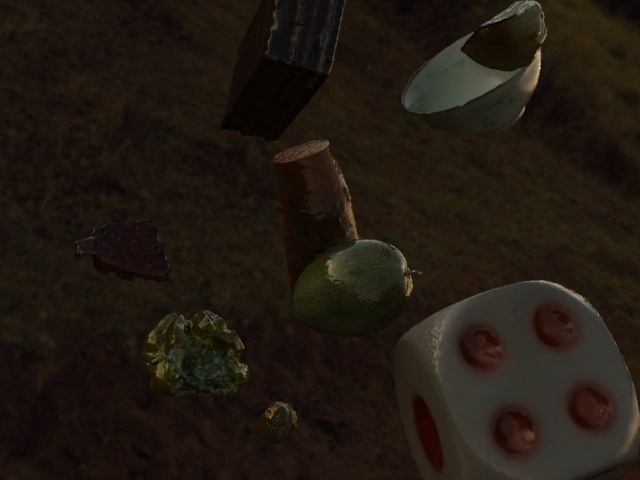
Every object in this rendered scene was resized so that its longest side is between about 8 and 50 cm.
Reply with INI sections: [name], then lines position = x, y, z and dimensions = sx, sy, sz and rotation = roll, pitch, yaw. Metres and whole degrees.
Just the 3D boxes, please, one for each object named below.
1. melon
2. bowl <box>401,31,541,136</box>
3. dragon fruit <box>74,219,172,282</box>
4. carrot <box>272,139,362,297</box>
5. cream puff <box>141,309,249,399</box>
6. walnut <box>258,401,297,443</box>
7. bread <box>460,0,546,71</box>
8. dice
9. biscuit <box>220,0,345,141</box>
[melon]
position = 0.054, 0.068, 1.264
dimensions = 0.139, 0.192, 0.139
rotation = 53, 26, -42
[bowl]
position = 0.332, -0.301, 1.799
dimensions = 0.146, 0.313, 0.313
rotation = 55, 12, -28
[dragon fruit]
position = -0.297, 0.029, 1.320
dimensions = 0.131, 0.063, 0.097
rotation = -8, 69, -22
[carrot]
position = 0.000, 0.000, 1.402
dimensions = 0.139, 0.301, 0.138
rotation = -13, 23, 6
[cream puff]
position = -0.254, 0.230, 1.789
dimensions = 0.221, 0.194, 0.194
rotation = 11, 31, -34
[walnut]
position = -0.095, 0.407, 1.980
dimensions = 0.082, 0.096, 0.079
rotation = 33, -4, 46
[bread]
position = 0.286, -0.302, 1.326
dimensions = 0.083, 0.157, 0.094
rotation = -32, 81, -22
[dice]
position = 0.255, 0.222, 1.184
dimensions = 0.251, 0.243, 0.259
rotation = -15, 67, -14
[biscuit]
position = -0.044, -0.187, 0.931
dimensions = 0.070, 0.106, 0.252
rotation = 14, -12, -13
